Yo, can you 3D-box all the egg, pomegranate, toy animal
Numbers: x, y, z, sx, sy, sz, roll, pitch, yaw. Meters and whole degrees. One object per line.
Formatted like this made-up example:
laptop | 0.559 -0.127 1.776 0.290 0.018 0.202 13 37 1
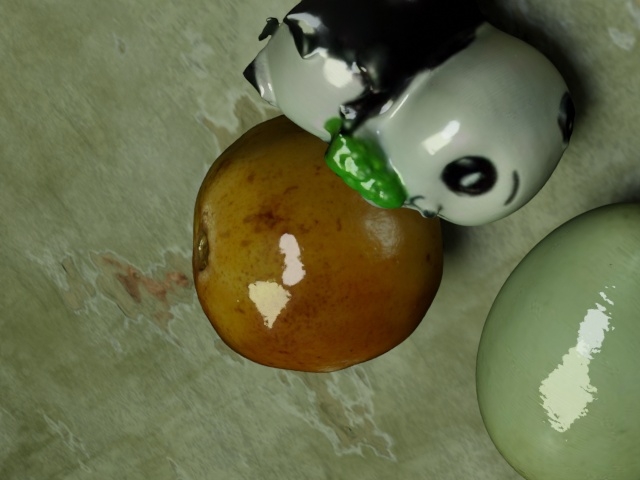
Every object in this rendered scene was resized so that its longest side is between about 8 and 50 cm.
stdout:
egg | 0.249 0.093 1.553 0.218 0.218 0.295 32 132 27
pomegranate | 0.000 0.000 1.752 0.264 0.264 0.264 33 147 26
toy animal | 0.078 -0.123 1.527 0.266 0.212 0.212 49 150 1
